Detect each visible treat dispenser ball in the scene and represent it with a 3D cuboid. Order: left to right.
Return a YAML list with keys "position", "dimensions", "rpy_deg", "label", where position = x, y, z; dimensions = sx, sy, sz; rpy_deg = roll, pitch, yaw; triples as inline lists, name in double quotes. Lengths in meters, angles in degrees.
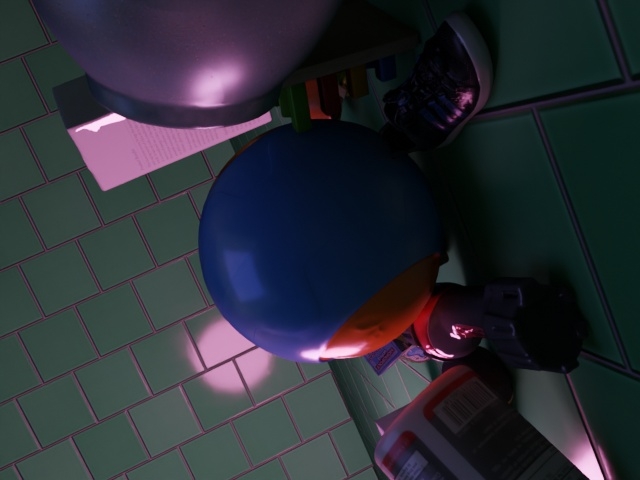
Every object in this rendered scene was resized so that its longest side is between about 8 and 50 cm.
- position: [0.000, 0.000, 0.830]
  dimensions: [0.288, 0.288, 0.288]
  rpy_deg: [62, 171, 18]
  label: "treat dispenser ball"

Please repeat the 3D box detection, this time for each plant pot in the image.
- position: [-0.113, -0.217, 0.591]
  dimensions: [0.293, 0.293, 0.196]
  rpy_deg: [-124, 34, -45]
  label: "plant pot"

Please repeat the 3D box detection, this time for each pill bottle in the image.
- position: [0.209, 0.290, 0.774]
  dimensions: [0.283, 0.161, 0.161]
  rpy_deg: [44, 162, 25]
  label: "pill bottle"

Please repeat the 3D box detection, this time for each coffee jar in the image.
- position: [0.219, 0.230, 0.965]
  dimensions: [0.096, 0.079, 0.184]
  rpy_deg: [55, 166, 47]
  label: "coffee jar"

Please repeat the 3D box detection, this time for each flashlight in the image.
- position: [0.183, 0.097, 0.782]
  dimensions: [0.304, 0.103, 0.103]
  rpy_deg: [170, 113, -77]
  label: "flashlight"

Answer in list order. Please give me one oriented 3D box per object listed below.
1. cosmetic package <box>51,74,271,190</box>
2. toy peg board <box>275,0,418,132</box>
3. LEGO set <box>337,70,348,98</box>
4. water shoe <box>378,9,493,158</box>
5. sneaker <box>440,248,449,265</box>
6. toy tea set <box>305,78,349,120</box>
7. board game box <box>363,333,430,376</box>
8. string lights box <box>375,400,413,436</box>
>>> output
- position: [-0.366, -0.323, 1.672]
  dimensions: [0.161, 0.453, 0.230]
  rpy_deg: [59, 169, 32]
  label: "cosmetic package"
- position: [0.004, -0.196, 0.782]
  dimensions: [0.161, 0.161, 0.079]
  rpy_deg: [-125, 20, -50]
  label: "toy peg board"
- position: [-0.048, -0.325, 0.954]
  dimensions: [0.287, 0.132, 0.107]
  rpy_deg: [58, 142, 23]
  label: "LEGO set"
- position: [0.103, -0.132, 0.663]
  dimensions: [0.073, 0.080, 0.203]
  rpy_deg: [62, 171, 17]
  label: "water shoe"
- position: [0.117, 0.000, 0.979]
  dimensions: [0.188, 0.066, 0.071]
  rpy_deg: [-155, 42, -76]
  label: "sneaker"
- position: [0.032, -0.082, 1.043]
  dimensions: [0.200, 0.124, 0.336]
  rpy_deg: [-56, -41, -58]
  label: "toy tea set"
- position: [0.103, 0.148, 1.166]
  dimensions: [0.194, 0.060, 0.194]
  rpy_deg: [25, -157, -40]
  label: "board game box"
- position: [0.220, 0.438, 1.336]
  dimensions: [0.259, 0.133, 0.077]
  rpy_deg: [66, 170, -7]
  label: "string lights box"
